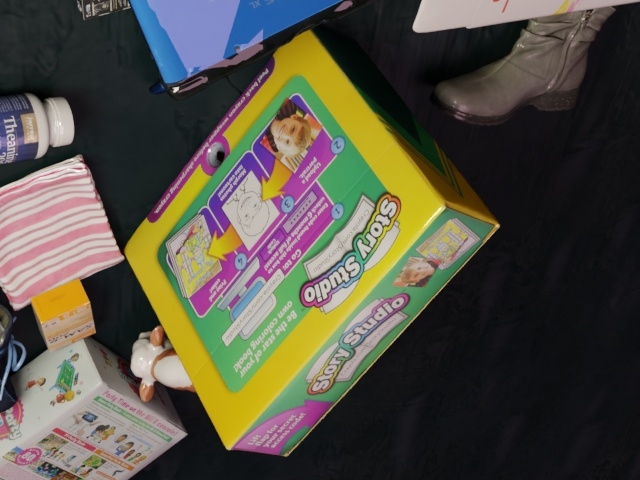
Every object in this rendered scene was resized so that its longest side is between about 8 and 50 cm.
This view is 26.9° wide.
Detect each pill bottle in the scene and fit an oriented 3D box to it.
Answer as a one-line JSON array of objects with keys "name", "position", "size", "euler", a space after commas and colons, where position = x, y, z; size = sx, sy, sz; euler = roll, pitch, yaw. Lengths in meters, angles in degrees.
[{"name": "pill bottle", "position": [-0.308, -0.110, 1.323], "size": [0.120, 0.067, 0.067], "euler": [-12, 140, -28]}]

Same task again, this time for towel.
[{"name": "towel", "position": [-0.303, -0.003, 1.490], "size": [0.144, 0.029, 0.197], "euler": [-25, 145, -11]}]

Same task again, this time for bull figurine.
[{"name": "bull figurine", "position": [-0.089, 0.137, 1.655], "size": [0.310, 0.101, 0.188], "euler": [-7, -177, 40]}]

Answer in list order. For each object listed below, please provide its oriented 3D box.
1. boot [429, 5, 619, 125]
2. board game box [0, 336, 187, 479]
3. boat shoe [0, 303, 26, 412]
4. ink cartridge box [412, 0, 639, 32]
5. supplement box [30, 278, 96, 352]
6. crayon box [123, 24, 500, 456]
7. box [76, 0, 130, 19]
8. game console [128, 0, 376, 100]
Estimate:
[{"name": "boot", "position": [0.246, -0.235, 1.628], "size": [0.246, 0.083, 0.161], "euler": [-14, 134, -36]}, {"name": "board game box", "position": [-0.356, 0.270, 1.717], "size": [0.303, 0.097, 0.224], "euler": [-36, 146, 5]}, {"name": "boat shoe", "position": [-0.379, 0.109, 1.498], "size": [0.089, 0.109, 0.258], "euler": [-30, 147, -12]}, {"name": "ink cartridge box", "position": [0.235, -0.350, 1.424], "size": [0.353, 0.119, 0.207], "euler": [-13, 140, -30]}, {"name": "supplement box", "position": [-0.301, 0.089, 1.574], "size": [0.062, 0.036, 0.098], "euler": [-24, 159, -14]}, {"name": "crayon box", "position": [-0.027, -0.002, 1.464], "size": [0.106, 0.313, 0.363], "euler": [15, 123, -48]}, {"name": "box", "position": [-0.200, -0.255, 1.278], "size": [0.067, 0.018, 0.083], "euler": [-20, 143, -20]}, {"name": "game console", "position": [-0.055, -0.269, 1.304], "size": [0.293, 0.173, 0.250], "euler": [-28, 130, -10]}]
